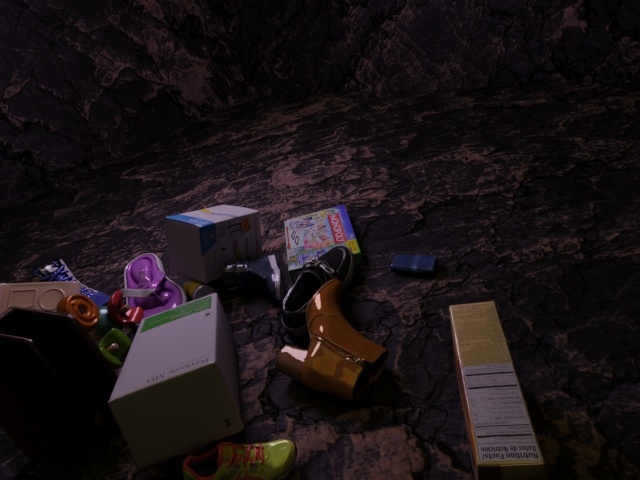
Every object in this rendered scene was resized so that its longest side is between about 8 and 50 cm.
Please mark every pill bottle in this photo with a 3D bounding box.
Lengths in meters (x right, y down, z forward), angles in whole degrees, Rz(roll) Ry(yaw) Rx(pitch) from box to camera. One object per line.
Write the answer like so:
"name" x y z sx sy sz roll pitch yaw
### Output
"pill bottle" -0.358 0.139 1.373 0.065 0.065 0.116 -29 32 -23

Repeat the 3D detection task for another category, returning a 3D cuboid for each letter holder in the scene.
"letter holder" -0.535 0.301 0.943 0.214 0.302 0.152 1 33 25

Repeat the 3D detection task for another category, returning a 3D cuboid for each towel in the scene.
"towel" 0.251 0.066 1.257 0.119 0.029 0.067 4 35 28

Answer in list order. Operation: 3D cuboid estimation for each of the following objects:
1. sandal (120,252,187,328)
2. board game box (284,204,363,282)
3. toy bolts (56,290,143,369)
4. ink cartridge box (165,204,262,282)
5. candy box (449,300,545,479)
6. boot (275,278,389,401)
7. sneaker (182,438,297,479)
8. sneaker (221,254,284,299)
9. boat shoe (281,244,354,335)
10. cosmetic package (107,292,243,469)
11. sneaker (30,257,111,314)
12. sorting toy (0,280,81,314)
"sandal" -0.524 0.136 1.398 0.169 0.102 0.416 -38 36 -16
"board game box" 0.000 0.000 1.466 0.213 0.046 0.317 -15 30 1
"toy bolts" -0.586 0.229 1.194 0.158 0.218 0.228 -34 19 15
"ink cartridge box" -0.314 0.000 1.420 0.168 0.171 0.232 12 21 36
"candy box" 0.272 0.268 0.753 0.087 0.183 0.316 -9 30 12
"boot" 0.056 0.214 1.044 0.211 0.104 0.295 10 43 28
"sneaker" -0.144 0.391 0.824 0.208 0.094 0.081 -17 30 -5
"sneaker" -0.187 0.114 1.302 0.163 0.086 0.226 -9 19 -11
"boat shoe" -0.006 0.098 1.206 0.113 0.105 0.306 22 50 28
"cosmetic package" -0.279 0.262 0.972 0.196 0.155 0.365 -19 15 -8
"sneaker" -0.764 0.157 1.409 0.315 0.182 0.127 6 37 32
"sorting toy" -0.779 0.205 1.288 0.208 0.038 0.193 1 59 -15
